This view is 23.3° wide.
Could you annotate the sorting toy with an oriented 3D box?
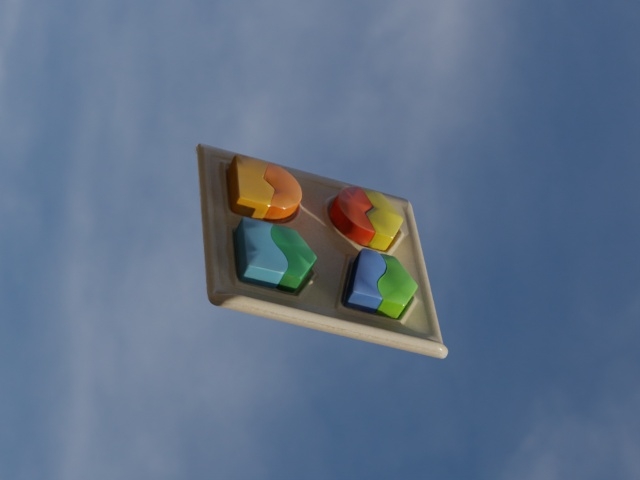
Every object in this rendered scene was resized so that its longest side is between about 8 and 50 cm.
[{"bbox_3d":[0.000,0.000,1.211,0.208,0.193,0.038,-103,-147,-51],"label":"sorting toy"}]
